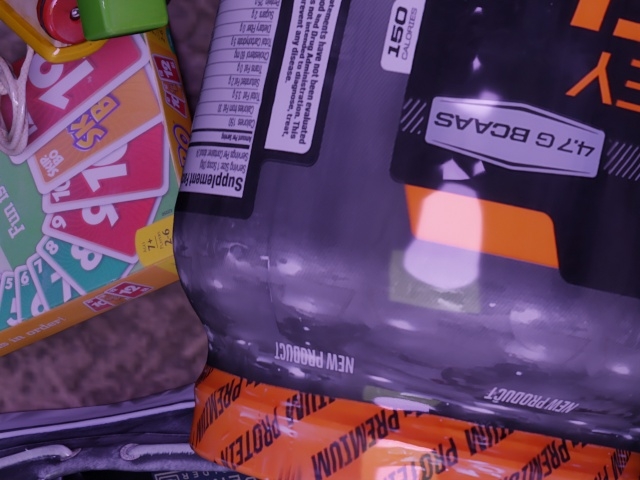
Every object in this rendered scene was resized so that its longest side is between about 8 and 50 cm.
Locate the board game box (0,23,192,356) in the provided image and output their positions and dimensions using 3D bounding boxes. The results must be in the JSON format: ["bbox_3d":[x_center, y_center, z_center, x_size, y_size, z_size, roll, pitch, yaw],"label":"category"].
[{"bbox_3d":[-0.172,-0.002,0.921,0.259,0.039,0.124,-24,66,23],"label":"board game box"}]

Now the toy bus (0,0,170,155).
[{"bbox_3d":[-0.086,-0.159,0.835,0.202,0.104,0.191,-37,68,61],"label":"toy bus"}]

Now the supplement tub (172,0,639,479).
[{"bbox_3d":[0.065,-0.073,0.720,0.207,0.207,0.338,11,89,10],"label":"supplement tub"}]

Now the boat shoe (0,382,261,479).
[{"bbox_3d":[-0.128,0.144,0.955,0.301,0.102,0.108,-13,105,18],"label":"boat shoe"}]
